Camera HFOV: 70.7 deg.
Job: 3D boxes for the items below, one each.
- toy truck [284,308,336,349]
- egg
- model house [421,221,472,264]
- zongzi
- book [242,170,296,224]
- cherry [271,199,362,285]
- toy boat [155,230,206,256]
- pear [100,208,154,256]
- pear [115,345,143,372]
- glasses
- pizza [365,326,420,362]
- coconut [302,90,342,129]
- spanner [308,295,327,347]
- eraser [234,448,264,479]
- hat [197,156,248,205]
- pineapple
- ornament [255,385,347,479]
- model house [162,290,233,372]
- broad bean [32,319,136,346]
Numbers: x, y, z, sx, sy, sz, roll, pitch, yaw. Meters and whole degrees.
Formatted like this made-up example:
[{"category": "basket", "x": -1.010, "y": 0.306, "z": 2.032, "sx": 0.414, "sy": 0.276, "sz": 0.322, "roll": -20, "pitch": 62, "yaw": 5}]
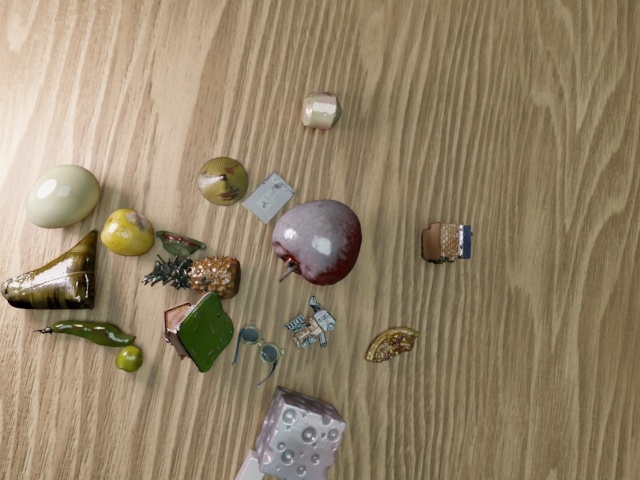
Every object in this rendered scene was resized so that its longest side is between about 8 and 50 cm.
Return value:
[{"category": "toy truck", "x": -0.035, "y": 0.326, "z": 1.732, "sx": 0.178, "sy": 0.080, "sz": 0.115, "roll": -34, "pitch": 86, "yaw": -2}, {"category": "egg", "x": -0.875, "y": -0.145, "z": 1.532, "sx": 0.188, "sy": 0.188, "sz": 0.253, "roll": 45, "pitch": 85, "yaw": -6}, {"category": "model house", "x": 0.520, "y": 0.012, "z": 1.820, "sx": 0.172, "sy": 0.183, "sz": 0.166, "roll": -1, "pitch": 88, "yaw": -11}, {"category": "zongzi", "x": -0.912, "y": 0.094, "z": 1.553, "sx": 0.286, "sy": 0.134, "sz": 0.288, "roll": 2, "pitch": 73, "yaw": -7}, {"category": "book", "x": -0.200, "y": -0.167, "z": 1.764, "sx": 0.127, "sy": 0.014, "sz": 0.181, "roll": 42, "pitch": 80, "yaw": -7}, {"category": "cherry", "x": -0.011, "y": -0.007, "z": 1.673, "sx": 0.327, "sy": 0.291, "sz": 0.334, "roll": 17, "pitch": 65, "yaw": 0}, {"category": "toy boat", "x": -0.519, "y": 0.014, "z": 1.660, "sx": 0.185, "sy": 0.071, "sz": 0.089, "roll": 18, "pitch": 126, "yaw": -11}, {"category": "pear", "x": -0.670, "y": -0.023, "z": 1.586, "sx": 0.178, "sy": 0.178, "sz": 0.177, "roll": 1, "pitch": 87, "yaw": -12}, {"category": "pear", "x": -0.677, "y": 0.419, "z": 1.599, "sx": 0.097, "sy": 0.092, "sz": 0.092, "roll": -10, "pitch": 89, "yaw": 4}, {"category": "glasses", "x": -0.251, "y": 0.430, "z": 1.640, "sx": 0.189, "sy": 0.220, "sz": 0.088, "roll": 46, "pitch": 118, "yaw": -7}, {"category": "pizza", "x": 0.291, "y": 0.419, "z": 1.813, "sx": 0.247, "sy": 0.058, "sz": 0.127, "roll": -12, "pitch": 90, "yaw": -10}, {"category": "coconut", "x": 0.009, "y": -0.506, "z": 1.764, "sx": 0.153, "sy": 0.147, "sz": 0.147, "roll": 3, "pitch": 86, "yaw": -9}, {"category": "spanner", "x": -0.008, "y": 0.320, "z": 1.779, "sx": 0.046, "sy": 0.012, "sz": 0.208, "roll": -11, "pitch": 90, "yaw": -11}, {"category": "eraser", "x": -0.293, "y": 0.931, "z": 1.652, "sx": 0.076, "sy": 0.078, "sz": 0.298, "roll": 29, "pitch": 81, "yaw": -9}, {"category": "hat", "x": -0.367, "y": -0.230, "z": 1.699, "sx": 0.193, "sy": 0.082, "sz": 0.192, "roll": 1, "pitch": 87, "yaw": -11}, {"category": "pineapple", "x": -0.466, "y": 0.125, "z": 1.634, "sx": 0.341, "sy": 0.169, "sz": 0.169, "roll": 4, "pitch": 86, "yaw": -4}, {"category": "ornament", "x": -0.077, "y": 0.701, "z": 1.628, "sx": 0.240, "sy": 0.239, "sz": 0.239, "roll": 22, "pitch": 83, "yaw": -9}, {"category": "model house", "x": -0.446, "y": 0.302, "z": 1.593, "sx": 0.154, "sy": 0.293, "sz": 0.207, "roll": 17, "pitch": 51, "yaw": 24}, {"category": "broad bean", "x": -0.817, "y": 0.322, "z": 1.587, "sx": 0.325, "sy": 0.067, "sz": 0.075, "roll": 10, "pitch": 55, "yaw": -9}]
